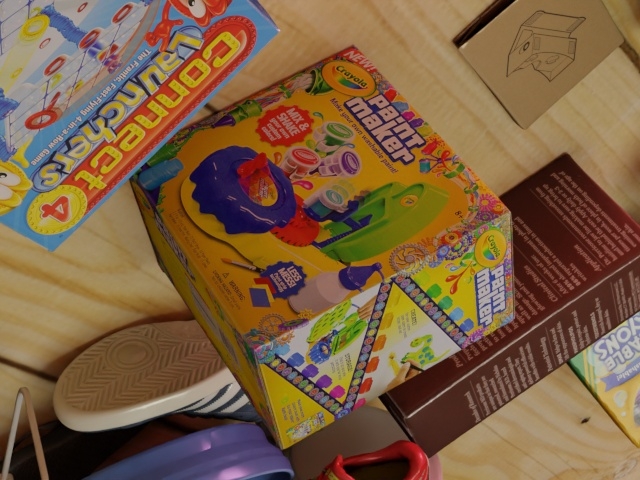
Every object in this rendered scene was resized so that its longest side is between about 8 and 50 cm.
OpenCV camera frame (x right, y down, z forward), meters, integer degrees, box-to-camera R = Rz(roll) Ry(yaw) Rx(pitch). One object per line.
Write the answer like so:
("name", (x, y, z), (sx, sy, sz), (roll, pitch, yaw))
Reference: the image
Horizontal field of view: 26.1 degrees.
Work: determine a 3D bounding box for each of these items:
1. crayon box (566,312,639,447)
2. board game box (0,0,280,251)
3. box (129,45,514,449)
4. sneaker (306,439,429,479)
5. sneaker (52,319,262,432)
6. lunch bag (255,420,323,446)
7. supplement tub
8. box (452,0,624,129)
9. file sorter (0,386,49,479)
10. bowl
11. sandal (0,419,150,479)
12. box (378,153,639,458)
("crayon box", (0.472, 0.157, 2.012), (0.203, 0.083, 0.323), (-40, 117, 3))
("board game box", (-0.237, -0.171, 1.187), (0.308, 0.086, 0.302), (-44, 143, 7))
("box", (0.000, 0.000, 1.395), (0.279, 0.290, 0.177), (-28, 141, -14))
("sneaker", (0.004, 0.309, 1.660), (0.279, 0.107, 0.118), (-21, 143, -20))
("sneaker", (-0.136, 0.165, 1.589), (0.350, 0.131, 0.148), (-19, 135, -24))
("lunch bag", (-0.046, 0.224, 1.766), (0.071, 0.083, 0.053), (-20, 139, -24))
("supplement tub", (0.028, 0.410, 1.894), (0.241, 0.241, 0.331), (-12, 136, -30))
("box", (0.254, -0.229, 1.586), (0.164, 0.021, 0.201), (-42, 144, 6))
("file sorter", (-0.417, 0.253, 1.358), (0.277, 0.193, 0.173), (3, 125, -24))
("bowl", (-0.220, 0.331, 1.639), (0.391, 0.077, 0.391), (-25, 164, -8))
("sandal", (-0.301, 0.243, 1.601), (0.254, 0.054, 0.097), (-34, 134, -23))
("box", (0.224, 0.083, 1.751), (0.381, 0.191, 0.143), (-32, 143, -7))
